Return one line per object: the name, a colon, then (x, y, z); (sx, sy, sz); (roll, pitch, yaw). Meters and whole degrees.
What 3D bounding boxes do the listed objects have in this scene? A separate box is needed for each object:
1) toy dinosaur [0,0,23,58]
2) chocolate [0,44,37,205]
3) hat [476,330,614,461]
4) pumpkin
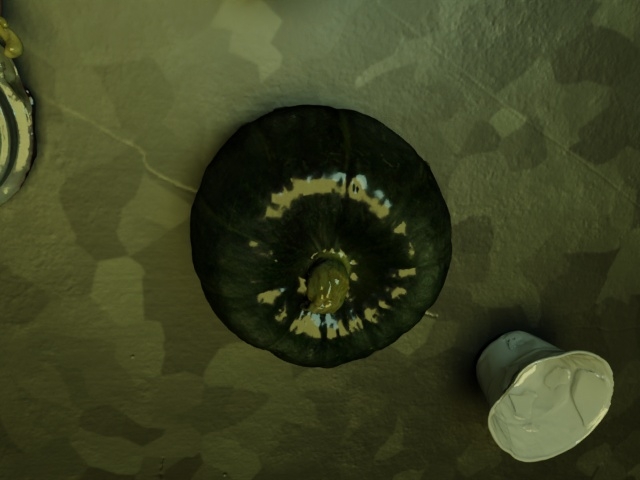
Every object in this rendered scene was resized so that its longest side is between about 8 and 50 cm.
toy dinosaur: (-0.309, -0.282, 0.494); (0.177, 0.152, 0.194); (-16, 129, -49)
chocolate: (-0.383, -0.101, 0.513); (0.221, 0.147, 0.221); (-5, 109, -15)
hat: (0.316, 0.215, 0.824); (0.203, 0.126, 0.203); (-5, 111, -13)
pumpkin: (0.000, 0.000, 0.616); (0.300, 0.207, 0.300); (-2, 112, -4)
